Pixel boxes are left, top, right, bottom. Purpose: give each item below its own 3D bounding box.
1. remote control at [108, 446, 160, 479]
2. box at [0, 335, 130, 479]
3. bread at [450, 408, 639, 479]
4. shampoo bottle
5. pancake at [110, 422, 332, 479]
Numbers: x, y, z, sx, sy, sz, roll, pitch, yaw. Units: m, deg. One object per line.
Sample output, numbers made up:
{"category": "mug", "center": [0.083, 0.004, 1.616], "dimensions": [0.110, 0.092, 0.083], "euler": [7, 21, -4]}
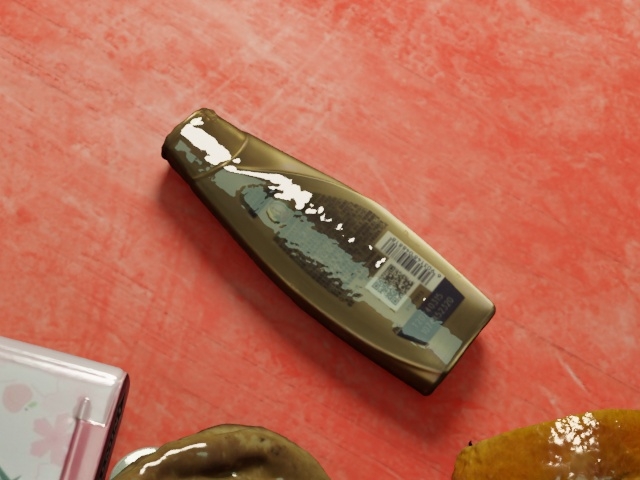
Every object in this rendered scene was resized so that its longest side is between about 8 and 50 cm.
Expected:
{"category": "remote control", "center": [-0.108, 0.302, 1.375], "dimensions": [0.097, 0.045, 0.256], "euler": [-24, 74, -25]}
{"category": "box", "center": [-0.372, 0.162, 1.356], "dimensions": [0.370, 0.112, 0.190], "euler": [16, 73, 0]}
{"category": "bread", "center": [0.245, 0.224, 1.390], "dimensions": [0.260, 0.134, 0.129], "euler": [-8, 74, -9]}
{"category": "shampoo bottle", "center": [0.000, 0.000, 1.453], "dimensions": [0.350, 0.084, 0.125], "euler": [37, 71, 5]}
{"category": "pancake", "center": [-0.076, 0.297, 1.322], "dimensions": [0.294, 0.049, 0.294], "euler": [13, 62, -26]}
